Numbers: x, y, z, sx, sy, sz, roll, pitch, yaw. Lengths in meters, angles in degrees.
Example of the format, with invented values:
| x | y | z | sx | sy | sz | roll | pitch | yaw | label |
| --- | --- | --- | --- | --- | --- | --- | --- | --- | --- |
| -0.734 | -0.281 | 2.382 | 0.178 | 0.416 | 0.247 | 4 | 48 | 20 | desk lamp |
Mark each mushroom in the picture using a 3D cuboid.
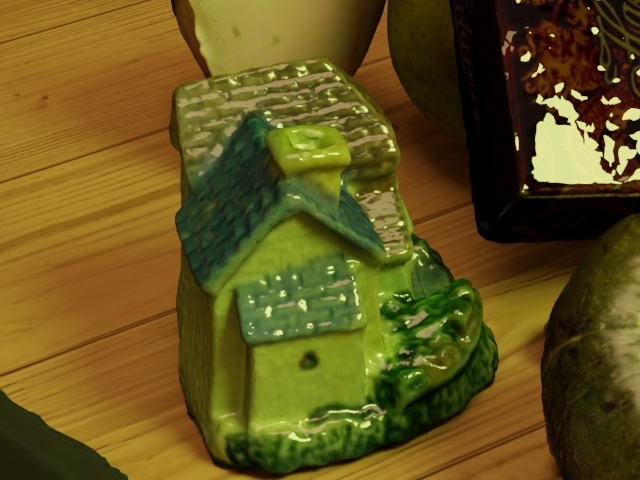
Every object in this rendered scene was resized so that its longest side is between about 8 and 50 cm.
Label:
| x | y | z | sx | sy | sz | roll | pitch | yaw | label |
| --- | --- | --- | --- | --- | --- | --- | --- | --- | --- |
| -0.015 | -0.153 | 1.460 | 0.173 | 0.162 | 0.236 | -14 | -6 | -4 | mushroom |

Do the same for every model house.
| x | y | z | sx | sy | sz | roll | pitch | yaw | label |
| --- | --- | --- | --- | --- | --- | --- | --- | --- | --- |
| 0.000 | 0.000 | 1.164 | 0.195 | 0.189 | 0.214 | -10 | 28 | -4 | model house |

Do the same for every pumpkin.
| x | y | z | sx | sy | sz | roll | pitch | yaw | label |
| --- | --- | --- | --- | --- | --- | --- | --- | --- | --- |
| 0.217 | 0.065 | 0.998 | 0.219 | 0.162 | 0.219 | -3 | 53 | 4 | pumpkin |

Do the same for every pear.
| x | y | z | sx | sy | sz | roll | pitch | yaw | label |
| --- | --- | --- | --- | --- | --- | --- | --- | --- | --- |
| 0.150 | -0.168 | 1.412 | 0.212 | 0.212 | 0.269 | -3 | 43 | 5 | pear |

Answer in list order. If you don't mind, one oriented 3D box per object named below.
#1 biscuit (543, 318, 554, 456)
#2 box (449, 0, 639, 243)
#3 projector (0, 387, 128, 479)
| x | y | z | sx | sy | sz | roll | pitch | yaw | label |
| --- | --- | --- | --- | --- | --- | --- | --- | --- | --- |
| 0.209 | 0.065 | 1.168 | 0.153 | 0.030 | 0.234 | 3 | 30 | 6 | biscuit |
| 0.291 | -0.143 | 1.249 | 0.415 | 0.264 | 0.116 | -4 | -14 | -9 | box |
| -0.315 | 0.188 | 0.734 | 0.395 | 0.242 | 0.405 | 30 | 43 | 20 | projector |
